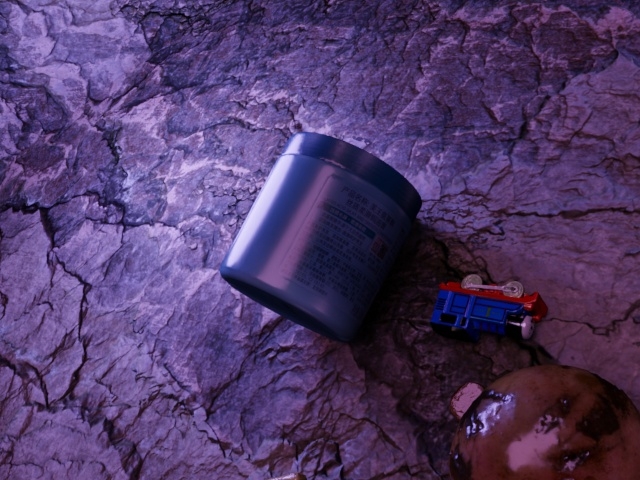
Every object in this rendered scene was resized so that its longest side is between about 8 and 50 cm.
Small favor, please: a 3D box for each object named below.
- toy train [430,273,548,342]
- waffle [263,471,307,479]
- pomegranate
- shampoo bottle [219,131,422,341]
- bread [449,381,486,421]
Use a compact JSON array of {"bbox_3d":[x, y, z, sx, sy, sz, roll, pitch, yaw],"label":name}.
[{"bbox_3d":[0.331,0.142,1.405,0.204,0.083,0.131,7,67,36],"label":"toy train"},{"bbox_3d":[-0.131,0.600,1.426,0.247,0.055,0.221,-20,55,20],"label":"waffle"},{"bbox_3d":[0.365,0.354,1.125,0.322,0.322,0.322,-15,56,23],"label":"pomegranate"},{"bbox_3d":[0.000,0.000,1.526,0.331,0.331,0.343,18,74,37],"label":"shampoo bottle"},{"bbox_3d":[0.289,0.312,1.348,0.085,0.053,0.085,-7,69,19],"label":"bread"}]
